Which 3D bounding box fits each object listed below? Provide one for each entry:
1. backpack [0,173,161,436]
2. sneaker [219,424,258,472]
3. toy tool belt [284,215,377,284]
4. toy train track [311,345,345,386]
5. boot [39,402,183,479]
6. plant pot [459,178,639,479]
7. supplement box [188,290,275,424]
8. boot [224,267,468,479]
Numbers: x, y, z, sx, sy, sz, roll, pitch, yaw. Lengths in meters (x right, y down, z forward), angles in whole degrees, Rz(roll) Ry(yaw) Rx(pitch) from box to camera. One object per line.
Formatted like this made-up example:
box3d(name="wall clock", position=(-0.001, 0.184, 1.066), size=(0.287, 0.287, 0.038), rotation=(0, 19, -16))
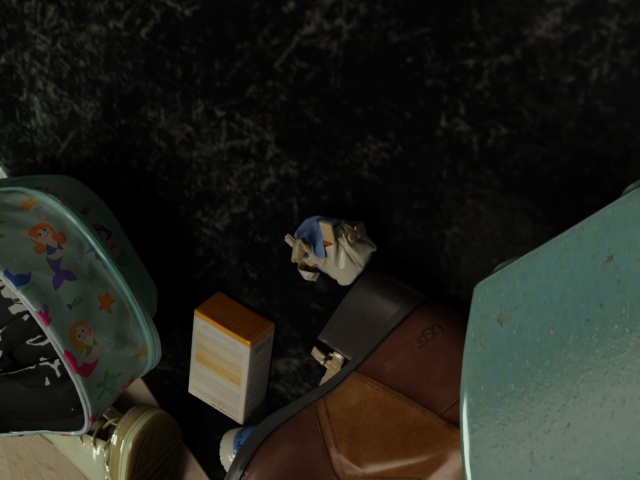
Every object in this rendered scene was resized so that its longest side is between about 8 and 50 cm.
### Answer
box3d(name="backpack", position=(-0.255, 0.055, 1.075), size=(0.253, 0.191, 0.225), rotation=(-3, 122, 51))
box3d(name="sneaker", position=(-0.014, 0.217, 1.074), size=(0.084, 0.058, 0.152), rotation=(-16, 115, 34))
box3d(name="toy tool belt", position=(0.000, 0.000, 0.923), size=(0.051, 0.052, 0.083), rotation=(43, 161, -26))
box3d(name="toy train track", position=(0.004, 0.118, 1.027), size=(0.048, 0.014, 0.083), rotation=(37, 135, 16))
box3d(name="boot", position=(-0.211, 0.178, 1.186), size=(0.165, 0.077, 0.213), rotation=(39, 153, 17))
box3d(name="plant pot", position=(0.220, 0.094, 0.674), size=(0.247, 0.247, 0.252), rotation=(-38, 72, 47))
box3d(name="supplement box", position=(-0.076, 0.101, 1.067), size=(0.062, 0.036, 0.098), rotation=(28, 132, 23))
box3d(name="boot", position=(0.086, 0.197, 0.883), size=(0.280, 0.264, 0.096), rotation=(34, 175, 18))
